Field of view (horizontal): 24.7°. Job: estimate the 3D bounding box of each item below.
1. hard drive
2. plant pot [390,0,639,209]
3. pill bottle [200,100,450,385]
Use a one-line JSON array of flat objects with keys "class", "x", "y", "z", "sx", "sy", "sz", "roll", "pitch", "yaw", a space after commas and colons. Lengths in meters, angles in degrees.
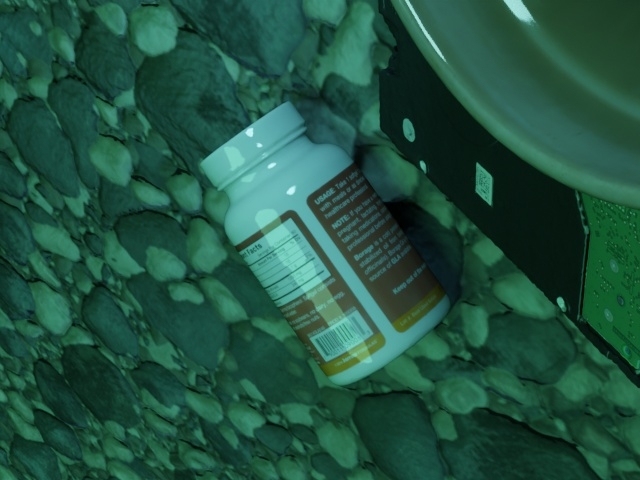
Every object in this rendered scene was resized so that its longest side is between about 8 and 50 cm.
[{"class": "hard drive", "x": 0.140, "y": -0.094, "z": 0.907, "sx": 0.339, "sy": 0.064, "sz": 0.237, "roll": -130, "pitch": 29, "yaw": -47}, {"class": "plant pot", "x": 0.207, "y": -0.207, "z": 0.634, "sx": 0.323, "sy": 0.280, "sz": 0.323, "roll": 37, "pitch": 139, "yaw": 40}, {"class": "pill bottle", "x": 0.000, "y": 0.000, "z": 1.188, "sx": 0.216, "sy": 0.121, "sz": 0.121, "roll": 55, "pitch": 143, "yaw": -3}]
